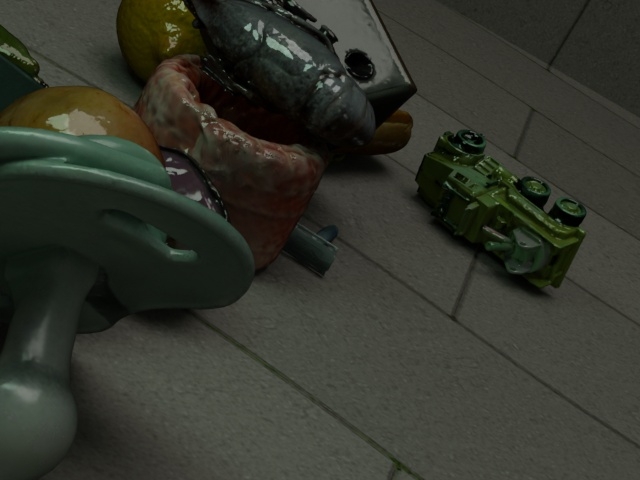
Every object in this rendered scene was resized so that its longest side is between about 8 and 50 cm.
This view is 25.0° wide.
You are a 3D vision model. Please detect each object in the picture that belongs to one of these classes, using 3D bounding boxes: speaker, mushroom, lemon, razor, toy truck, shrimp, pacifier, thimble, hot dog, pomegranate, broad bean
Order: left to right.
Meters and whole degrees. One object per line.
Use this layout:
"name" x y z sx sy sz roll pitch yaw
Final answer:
"broad bean" -0.409 -0.247 1.750 0.213 0.048 0.070 34 22 14
"pacifier" -0.226 0.050 1.102 0.288 0.343 0.269 33 53 -39
"pomegranate" -0.237 -0.052 1.327 0.191 0.191 0.191 25 22 -11
"mushroom" -0.160 -0.008 1.458 0.188 0.141 0.117 52 -3 34
"lemon" -0.180 -0.288 1.945 0.187 0.187 0.244 28 25 -5
"thimble" -0.115 -0.087 1.625 0.239 0.162 0.239 28 21 -12
"shrimp" -0.068 -0.225 1.610 0.343 0.116 0.145 43 20 9
"speaker" -0.019 -0.232 1.789 0.153 0.192 0.231 -17 76 -36
"razor" 0.000 0.000 1.749 0.068 0.040 0.135 33 15 7
"hot dog" 0.001 -0.161 2.012 0.135 0.100 0.337 32 20 29
"toy truck" 0.233 -0.043 2.015 0.135 0.128 0.259 -14 47 -42

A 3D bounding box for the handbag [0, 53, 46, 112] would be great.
"handbag" -0.453 -0.181 1.502 0.326 0.089 0.238 38 23 16
